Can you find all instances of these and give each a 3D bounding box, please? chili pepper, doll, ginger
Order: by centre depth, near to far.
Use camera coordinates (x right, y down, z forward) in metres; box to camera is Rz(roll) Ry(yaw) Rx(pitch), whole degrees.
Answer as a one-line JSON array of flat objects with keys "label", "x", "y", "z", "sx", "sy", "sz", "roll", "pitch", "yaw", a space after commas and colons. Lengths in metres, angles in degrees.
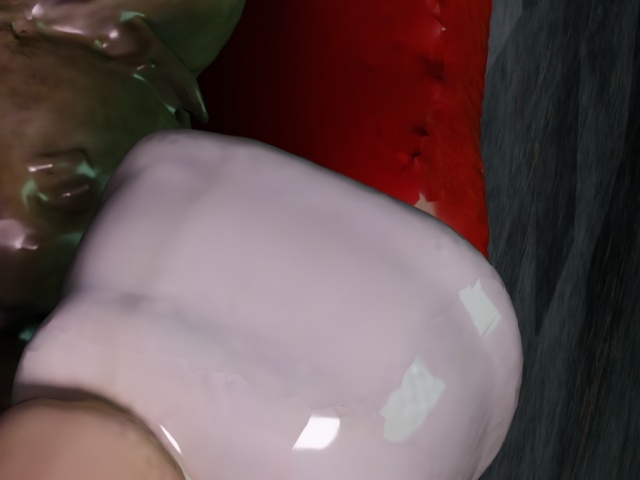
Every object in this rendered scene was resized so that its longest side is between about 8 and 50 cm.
[{"label": "doll", "x": -0.082, "y": 0.175, "z": 0.331, "sx": 0.348, "sy": 0.161, "sz": 0.423, "roll": 45, "pitch": 59, "yaw": -54}, {"label": "ginger", "x": -0.073, "y": -0.018, "z": 0.470, "sx": 0.104, "sy": 0.080, "sz": 0.204, "roll": 14, "pitch": 84, "yaw": -41}, {"label": "chili pepper", "x": 0.000, "y": 0.000, "z": 0.606, "sx": 0.110, "sy": 0.110, "sz": 0.387, "roll": 66, "pitch": 25, "yaw": -62}]
